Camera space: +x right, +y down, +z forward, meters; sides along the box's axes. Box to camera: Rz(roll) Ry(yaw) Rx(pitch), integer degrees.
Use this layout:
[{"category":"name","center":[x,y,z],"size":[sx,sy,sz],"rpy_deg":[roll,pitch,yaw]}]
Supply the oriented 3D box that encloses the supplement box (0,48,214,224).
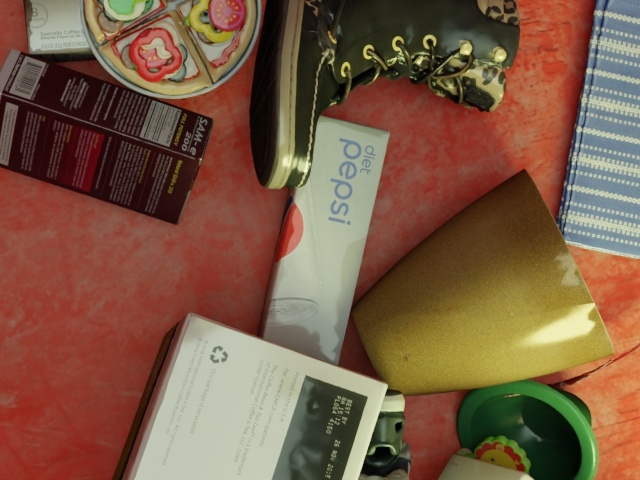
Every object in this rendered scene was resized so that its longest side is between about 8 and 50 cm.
[{"category":"supplement box","center":[-0.254,-0.115,1.434],"size":[0.239,0.130,0.073],"rpy_deg":[19,51,-8]}]

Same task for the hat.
[{"category":"hat","center":[0.300,0.208,1.576],"size":[0.208,0.183,0.173],"rpy_deg":[2,114,33]}]

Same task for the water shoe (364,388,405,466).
[{"category":"water shoe","center":[0.059,0.220,1.455],"size":[0.073,0.203,0.080],"rpy_deg":[1,76,2]}]

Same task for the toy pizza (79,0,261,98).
[{"category":"toy pizza","center":[-0.164,-0.258,1.395],"size":[0.201,0.032,0.201],"rpy_deg":[-1,95,-8]}]

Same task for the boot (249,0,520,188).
[{"category":"boot","center":[0.074,-0.203,1.430],"size":[0.284,0.138,0.377],"rpy_deg":[13,56,-12]}]

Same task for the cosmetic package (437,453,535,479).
[{"category":"cosmetic package","center":[0.267,0.430,1.464],"size":[0.365,0.155,0.197],"rpy_deg":[38,74,-20]}]

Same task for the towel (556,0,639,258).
[{"category":"towel","center":[0.430,-0.142,1.583],"size":[0.243,0.040,0.336],"rpy_deg":[9,93,-10]}]

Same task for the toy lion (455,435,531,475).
[{"category":"toy lion","center":[0.212,0.286,1.535],"size":[0.096,0.034,0.100],"rpy_deg":[-13,103,29]}]

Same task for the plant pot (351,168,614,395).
[{"category":"plant pot","center":[0.173,0.075,1.473],"size":[0.254,0.237,0.237],"rpy_deg":[-24,95,7]}]

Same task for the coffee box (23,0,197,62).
[{"category":"coffee box","center":[-0.215,-0.285,1.454],"size":[0.246,0.098,0.141],"rpy_deg":[-4,92,-8]}]

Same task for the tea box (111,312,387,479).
[{"category":"tea box","center":[-0.109,0.275,1.352],"size":[0.220,0.323,0.329],"rpy_deg":[20,77,-7]}]

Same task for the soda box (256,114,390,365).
[{"category":"soda box","center":[0.000,0.000,1.496],"size":[0.098,0.091,0.286],"rpy_deg":[13,90,-8]}]

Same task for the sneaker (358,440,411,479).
[{"category":"sneaker","center":[0.051,0.334,1.455],"size":[0.094,0.235,0.153],"rpy_deg":[6,103,4]}]
